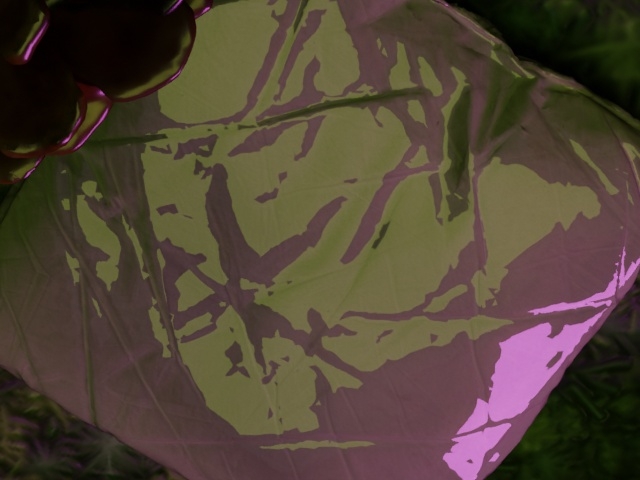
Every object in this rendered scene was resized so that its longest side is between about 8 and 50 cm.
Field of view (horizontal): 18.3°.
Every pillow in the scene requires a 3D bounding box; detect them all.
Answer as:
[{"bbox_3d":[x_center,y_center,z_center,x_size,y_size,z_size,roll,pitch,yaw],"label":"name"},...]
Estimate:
[{"bbox_3d":[0.000,0.002,0.930,0.280,0.076,0.274,31,109,-13],"label":"pillow"}]

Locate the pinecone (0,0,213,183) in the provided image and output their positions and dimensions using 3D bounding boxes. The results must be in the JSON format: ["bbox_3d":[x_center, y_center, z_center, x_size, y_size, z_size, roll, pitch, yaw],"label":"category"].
[{"bbox_3d":[-0.151,-0.129,0.742,0.264,0.264,0.264,-1,121,-1],"label":"pinecone"}]
